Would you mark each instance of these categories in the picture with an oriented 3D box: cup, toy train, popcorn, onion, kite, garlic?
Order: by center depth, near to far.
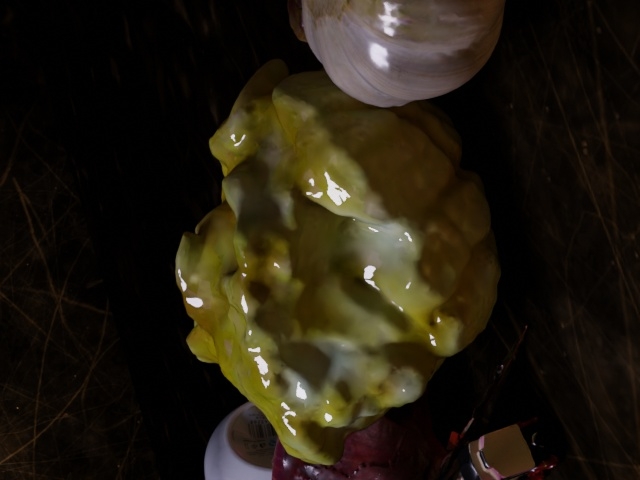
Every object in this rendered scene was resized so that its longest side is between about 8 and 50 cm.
[{"bbox_3d":[0.065,-0.210,0.799,0.228,0.152,0.228,170,90,-74],"label":"garlic"},{"bbox_3d":[0.129,0.177,0.961,0.009,0.232,0.189,30,179,16],"label":"kite"},{"bbox_3d":[0.161,0.210,0.967,0.138,0.087,0.050,111,140,-59],"label":"toy train"},{"bbox_3d":[0.012,0.006,0.985,0.334,0.293,0.292,-61,1,15],"label":"popcorn"},{"bbox_3d":[0.057,0.237,1.125,0.252,0.219,0.252,9,-90,-82],"label":"onion"},{"bbox_3d":[-0.053,0.377,1.457,0.212,0.212,0.318,47,146,49],"label":"cup"}]

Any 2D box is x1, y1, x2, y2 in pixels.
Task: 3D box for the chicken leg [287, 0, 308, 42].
[{"bbox_3d":[-0.004,-0.297,1.020,0.252,0.087,0.107,91,174,-53],"label":"chicken leg"}]
